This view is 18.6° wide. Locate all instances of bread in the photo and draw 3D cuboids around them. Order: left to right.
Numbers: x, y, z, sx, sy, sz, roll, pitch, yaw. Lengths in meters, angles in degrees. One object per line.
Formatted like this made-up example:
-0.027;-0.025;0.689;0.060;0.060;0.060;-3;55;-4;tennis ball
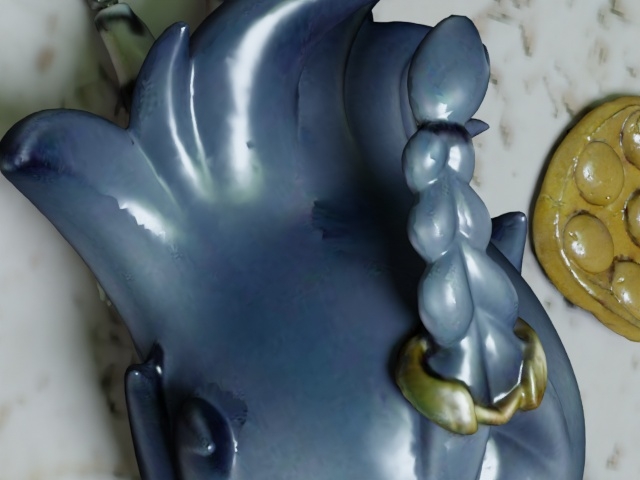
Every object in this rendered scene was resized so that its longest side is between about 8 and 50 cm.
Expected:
0.140;-0.009;0.841;0.110;0.024;0.110;-2;95;-29;bread

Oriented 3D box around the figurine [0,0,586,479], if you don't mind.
-0.003;0.016;0.694;0.175;0.197;0.265;-26;112;2;figurine
